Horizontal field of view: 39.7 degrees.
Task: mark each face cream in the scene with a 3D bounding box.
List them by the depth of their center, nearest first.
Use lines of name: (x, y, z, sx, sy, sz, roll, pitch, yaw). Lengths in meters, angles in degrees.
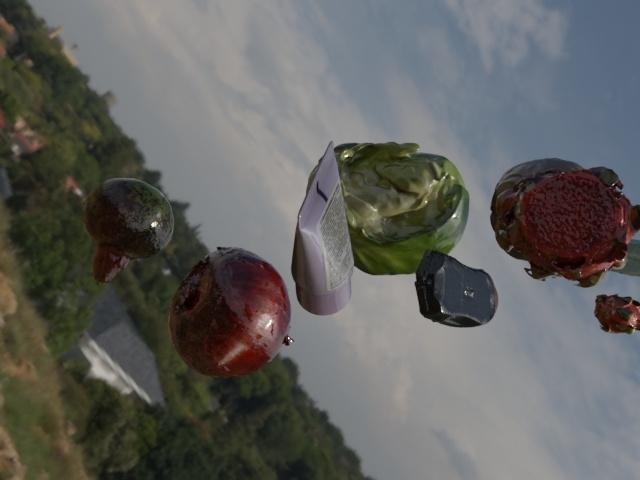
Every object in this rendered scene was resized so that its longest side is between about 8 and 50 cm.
face cream: (0.000, 0.000, 1.313, 0.096, 0.154, 0.274, 15, -38, 15)

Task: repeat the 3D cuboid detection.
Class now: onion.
onion: (-0.190, 0.145, 1.817, 0.276, 0.276, 0.276, 53, -7, 9)

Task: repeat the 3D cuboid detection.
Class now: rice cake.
rice cake: (0.633, 0.031, 1.900, 0.040, 0.226, 0.085, -37, 135, -77)

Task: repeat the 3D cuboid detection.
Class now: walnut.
walnut: (0.435, -0.058, 1.696, 0.224, 0.224, 0.224, 53, -7, 9)

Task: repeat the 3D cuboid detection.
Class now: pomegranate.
pomegranate: (-0.439, -0.018, 1.951, 0.214, 0.248, 0.214, 24, -10, 5)

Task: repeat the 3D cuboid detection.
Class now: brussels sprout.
brussels sprout: (0.148, -0.068, 2.034, 0.315, 0.371, 0.276, 122, -27, -67)

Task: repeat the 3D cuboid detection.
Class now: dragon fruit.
dragon fruit: (0.270, -0.021, 1.022, 0.150, 0.133, 0.207, 45, -11, -24)
dragon fruit: (0.616, 0.153, 1.807, 0.116, 0.086, 0.081, 13, -42, 9)

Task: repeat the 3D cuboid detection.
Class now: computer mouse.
computer mouse: (0.233, 0.091, 1.574, 0.073, 0.122, 0.217, -8, -19, 38)

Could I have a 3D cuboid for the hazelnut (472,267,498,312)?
hazelnut: (0.359, 0.132, 2.111, 0.143, 0.143, 0.154, 52, 16, 17)
